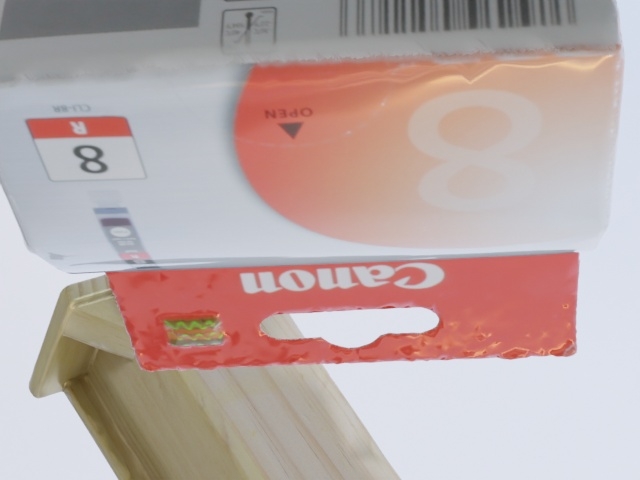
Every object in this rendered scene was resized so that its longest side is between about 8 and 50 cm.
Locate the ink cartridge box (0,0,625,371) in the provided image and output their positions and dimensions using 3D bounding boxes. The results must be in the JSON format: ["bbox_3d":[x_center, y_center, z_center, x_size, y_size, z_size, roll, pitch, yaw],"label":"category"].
[{"bbox_3d":[0.000,0.000,0.381,0.145,0.179,0.045,-3,-129,6],"label":"ink cartridge box"}]

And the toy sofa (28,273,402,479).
[{"bbox_3d":[-0.064,0.184,1.144,0.362,0.177,0.150,53,-39,23],"label":"toy sofa"}]
